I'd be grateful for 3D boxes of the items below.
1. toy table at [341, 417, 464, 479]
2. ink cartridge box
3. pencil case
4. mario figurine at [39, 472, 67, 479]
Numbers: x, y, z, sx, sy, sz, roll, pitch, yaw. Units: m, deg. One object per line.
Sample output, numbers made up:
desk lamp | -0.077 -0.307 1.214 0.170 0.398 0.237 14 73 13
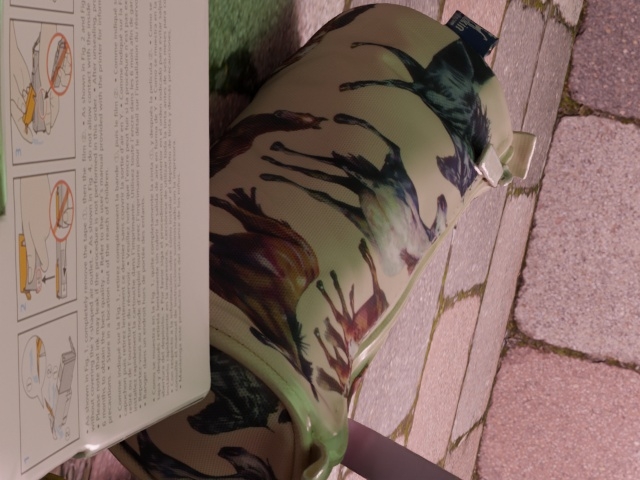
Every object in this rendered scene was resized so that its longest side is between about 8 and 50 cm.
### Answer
toy table | 0.058 0.221 0.883 0.161 0.252 0.274 -59 -174 -8
ink cartridge box | -0.114 -0.060 0.588 0.261 0.066 0.296 -18 109 -73
pencil case | 0.000 0.000 0.931 0.410 0.183 0.160 -56 154 -49
mario figurine | -0.148 0.278 0.688 0.198 0.170 0.321 70 36 -67
